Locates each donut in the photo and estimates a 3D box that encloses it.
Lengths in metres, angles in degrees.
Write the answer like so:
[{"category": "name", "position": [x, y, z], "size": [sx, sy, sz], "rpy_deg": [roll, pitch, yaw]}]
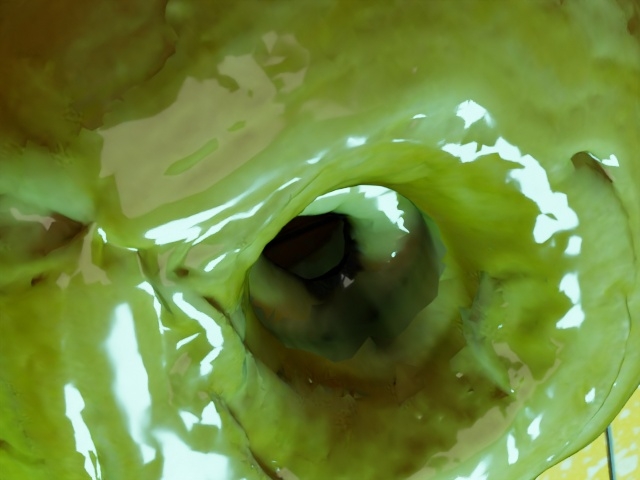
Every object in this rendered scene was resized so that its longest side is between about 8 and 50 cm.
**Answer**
[{"category": "donut", "position": [0.000, 0.000, 0.521], "size": [0.449, 0.198, 0.449], "rpy_deg": [-11, 123, -18]}]
